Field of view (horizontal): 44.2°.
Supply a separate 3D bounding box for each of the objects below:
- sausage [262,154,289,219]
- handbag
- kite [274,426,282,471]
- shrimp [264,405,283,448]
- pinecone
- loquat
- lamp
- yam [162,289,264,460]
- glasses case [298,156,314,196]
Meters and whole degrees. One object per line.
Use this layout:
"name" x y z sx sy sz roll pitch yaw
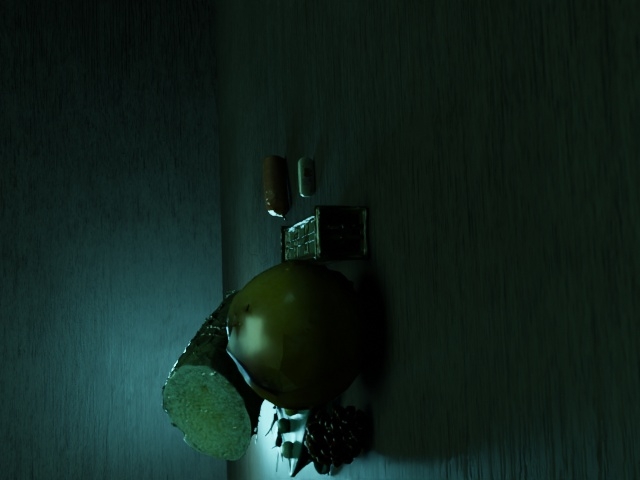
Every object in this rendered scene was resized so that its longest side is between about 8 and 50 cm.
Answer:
"sausage" -0.110 -0.126 1.922 0.065 0.065 0.169 106 161 -53
"handbag" -0.044 0.294 1.569 0.268 0.100 0.274 -108 20 -55
"kite" -0.115 0.564 2.126 0.137 0.005 0.152 -129 39 -71
"shrimp" -0.082 0.386 1.796 0.076 0.082 0.174 118 156 -74
"pinecone" 0.034 0.309 1.263 0.109 0.102 0.102 -33 51 35
"loquat" -0.034 0.143 1.225 0.235 0.235 0.234 179 90 -77
"lamp" 0.000 0.000 1.381 0.325 0.089 0.090 163 107 -76
"yam" -0.198 0.287 1.786 0.348 0.241 0.240 -64 -13 -51
"glasses case" -0.029 -0.131 1.624 0.021 0.032 0.083 148 121 -72
